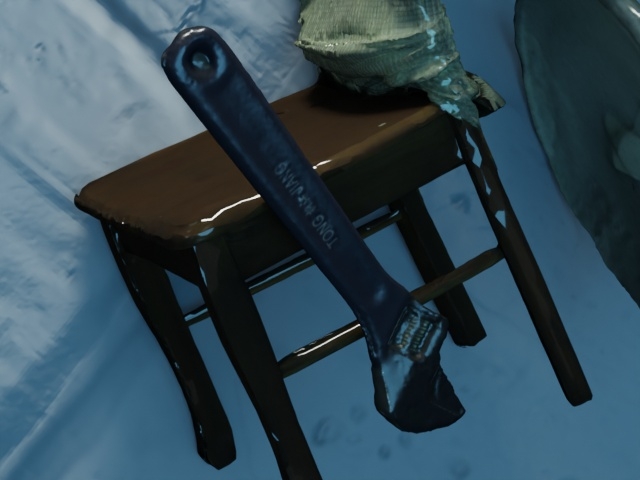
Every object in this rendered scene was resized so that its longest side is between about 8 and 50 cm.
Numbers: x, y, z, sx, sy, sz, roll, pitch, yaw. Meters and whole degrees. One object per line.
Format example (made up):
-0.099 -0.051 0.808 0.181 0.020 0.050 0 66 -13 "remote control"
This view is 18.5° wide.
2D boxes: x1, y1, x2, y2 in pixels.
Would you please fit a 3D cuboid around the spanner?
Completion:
0.000 0.000 0.797 0.046 0.012 0.208 -42 113 -14 "spanner"

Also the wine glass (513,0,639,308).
0.315 -0.117 0.943 0.406 0.267 0.267 -24 104 -9 "wine glass"

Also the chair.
-0.013 -0.054 0.874 0.186 0.160 0.319 -26 107 -16 "chair"
